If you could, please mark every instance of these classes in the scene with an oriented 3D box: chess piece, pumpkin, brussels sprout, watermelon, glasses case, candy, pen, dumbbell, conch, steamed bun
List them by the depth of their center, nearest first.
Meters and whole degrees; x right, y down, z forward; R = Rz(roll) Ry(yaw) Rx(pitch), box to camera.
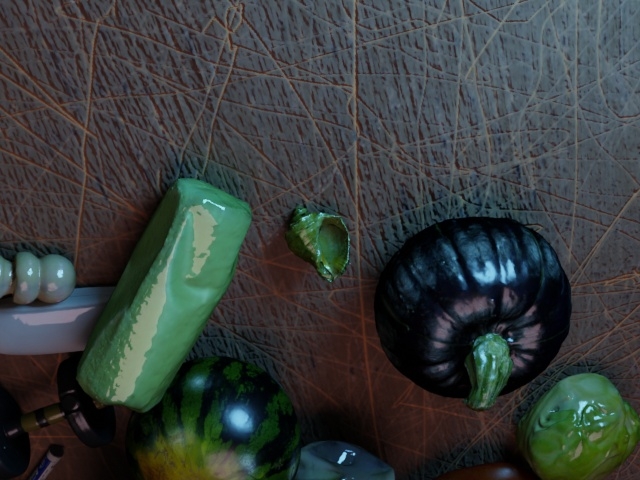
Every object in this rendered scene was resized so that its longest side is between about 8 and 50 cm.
[{"bbox_3d":[-0.214,0.079,1.467,0.142,0.132,0.343,27,103,-7],"label":"candy"},{"bbox_3d":[-0.426,0.051,1.470,0.170,0.094,0.094,2,127,-18],"label":"chess piece"},{"bbox_3d":[0.000,0.000,1.520,0.089,0.074,0.121,-32,88,13],"label":"conch"},{"bbox_3d":[0.228,0.114,1.532,0.296,0.296,0.295,-6,128,-7],"label":"pumpkin"},{"bbox_3d":[-0.372,0.118,1.546,0.233,0.059,0.092,-6,125,-9],"label":"glasses case"},{"bbox_3d":[-0.418,0.267,1.600,0.325,0.143,0.143,-20,129,5],"label":"dumbbell"},{"bbox_3d":[-0.161,0.301,1.612,0.269,0.269,0.269,-6,128,-7],"label":"watermelon"},{"bbox_3d":[0.032,0.424,1.752,0.268,0.280,0.207,26,110,11],"label":"steamed bun"},{"bbox_3d":[-0.487,0.415,1.778,0.025,0.025,0.204,24,119,-27],"label":"pen"},{"bbox_3d":[0.446,0.338,1.820,0.223,0.161,0.223,-4,135,-4],"label":"brussels sprout"}]

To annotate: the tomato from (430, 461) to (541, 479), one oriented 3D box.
[{"bbox_3d":[0.298,0.561,1.892,0.325,0.293,0.290,0,144,-3],"label":"tomato"}]
